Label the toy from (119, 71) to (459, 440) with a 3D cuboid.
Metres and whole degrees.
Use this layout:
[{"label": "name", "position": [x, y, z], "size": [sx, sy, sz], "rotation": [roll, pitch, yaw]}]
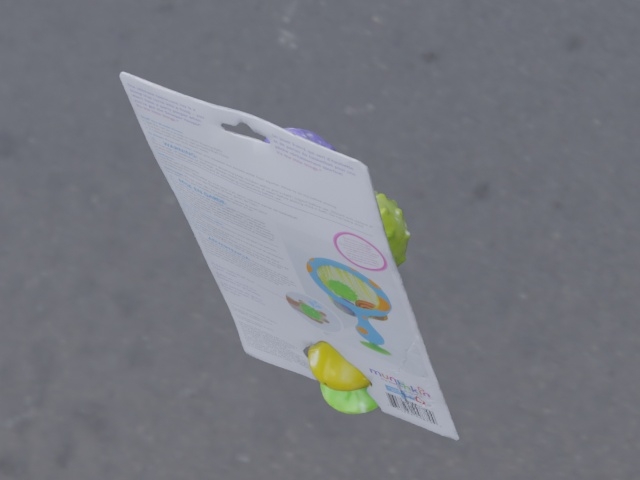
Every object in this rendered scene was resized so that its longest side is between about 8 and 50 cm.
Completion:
[{"label": "toy", "position": [0.000, 0.000, 0.956], "size": [0.137, 0.237, 0.056], "rotation": [21, 60, 28]}]
